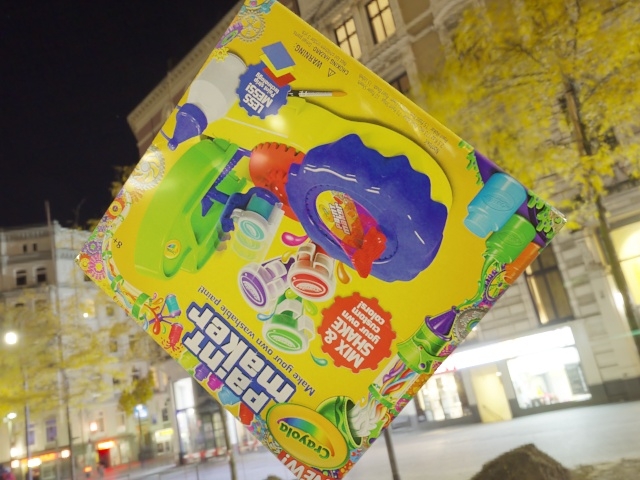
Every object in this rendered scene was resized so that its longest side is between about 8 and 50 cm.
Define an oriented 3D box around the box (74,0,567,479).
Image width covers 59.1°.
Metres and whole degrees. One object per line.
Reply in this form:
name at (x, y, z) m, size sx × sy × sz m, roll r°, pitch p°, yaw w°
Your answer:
box at (0.000, 0.000, 0.509) m, size 0.279 × 0.290 × 0.177 m, roll -53°, pitch -12°, yaw 11°
